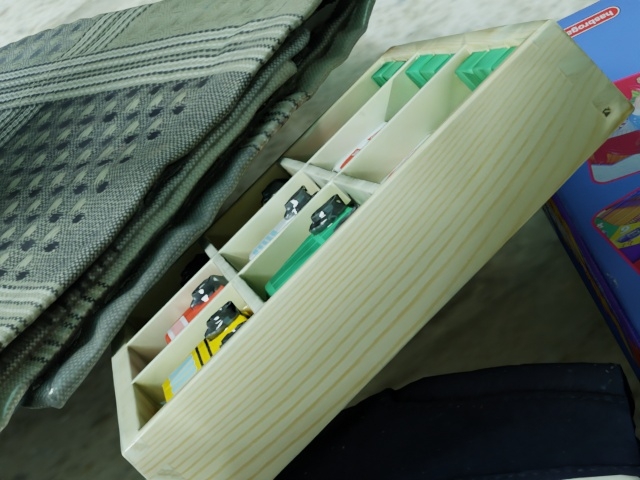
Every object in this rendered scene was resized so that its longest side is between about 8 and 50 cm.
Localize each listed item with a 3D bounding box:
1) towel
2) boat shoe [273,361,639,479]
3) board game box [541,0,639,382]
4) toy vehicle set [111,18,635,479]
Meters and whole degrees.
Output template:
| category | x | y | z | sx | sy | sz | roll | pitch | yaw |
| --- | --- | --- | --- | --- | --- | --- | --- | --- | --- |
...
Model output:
| category | x | y | z | sx | sy | sz | roll | pitch | yaw |
| --- | --- | --- | --- | --- | --- | --- | --- | --- | --- |
| towel | -0.152 | 0.002 | 0.797 | 0.324 | 0.056 | 0.312 | -4 | 38 | 50 |
| boat shoe | -0.035 | 0.141 | 0.532 | 0.340 | 0.127 | 0.158 | -13 | 30 | 10 |
| board game box | 0.250 | -0.054 | 0.597 | 0.347 | 0.078 | 0.233 | -25 | 35 | 5 |
| toy vehicle set | 0.000 | 0.000 | 0.606 | 0.166 | 0.035 | 0.267 | -45 | 8 | -2 |
